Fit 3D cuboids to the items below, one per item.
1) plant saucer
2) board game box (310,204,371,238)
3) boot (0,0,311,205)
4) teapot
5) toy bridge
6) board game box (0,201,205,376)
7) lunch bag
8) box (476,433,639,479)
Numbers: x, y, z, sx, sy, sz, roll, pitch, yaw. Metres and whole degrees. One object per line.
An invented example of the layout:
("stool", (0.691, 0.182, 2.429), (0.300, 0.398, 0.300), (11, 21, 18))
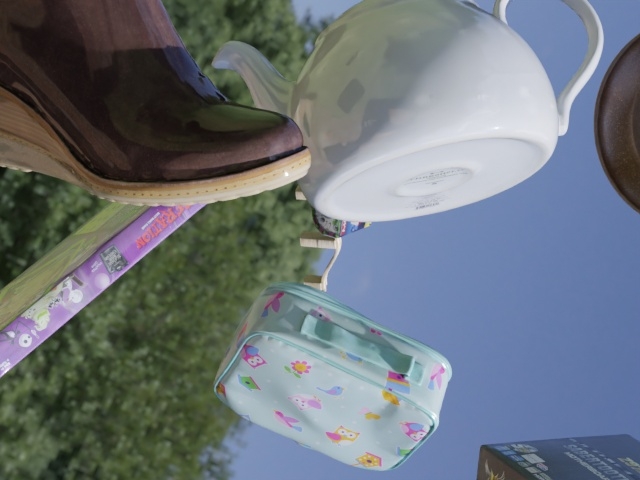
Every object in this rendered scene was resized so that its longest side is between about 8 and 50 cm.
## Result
("plant saucer", (0.349, -0.108, 1.165), (0.036, 0.199, 0.199), (-11, 144, -50))
("board game box", (0.023, -0.107, 1.636), (0.194, 0.060, 0.194), (-18, 116, -69))
("boot", (-0.121, -0.133, 0.730), (0.090, 0.248, 0.207), (-33, 127, -56))
("teapot", (0.084, -0.138, 1.112), (0.252, 0.256, 0.187), (-26, -111, 42))
("toy bridge", (0.000, 0.000, 1.979), (0.026, 0.063, 0.188), (-64, 153, -56))
("board game box", (-0.305, 0.040, 1.538), (0.347, 0.056, 0.208), (-42, -166, -28))
("lunch bag", (0.021, 0.172, 1.591), (0.224, 0.279, 0.108), (121, -9, -50))
("box", (0.284, 0.253, 1.210), (0.232, 0.183, 0.059), (-150, -117, -65))
